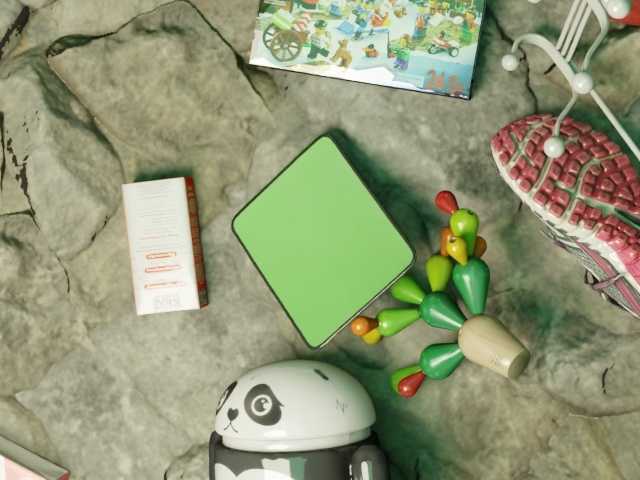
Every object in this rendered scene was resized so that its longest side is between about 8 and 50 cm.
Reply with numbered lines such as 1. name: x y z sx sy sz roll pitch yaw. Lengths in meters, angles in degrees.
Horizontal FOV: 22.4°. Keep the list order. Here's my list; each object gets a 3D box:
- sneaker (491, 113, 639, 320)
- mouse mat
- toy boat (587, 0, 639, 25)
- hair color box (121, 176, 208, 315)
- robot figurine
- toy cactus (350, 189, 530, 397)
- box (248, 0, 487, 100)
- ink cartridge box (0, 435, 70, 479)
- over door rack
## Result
1. sneaker: 0.282 -0.005 1.622 0.121 0.112 0.299 -36 73 -27
2. mouse mat: 0.000 0.000 1.666 0.152 0.007 0.189 -42 59 15
3. toy boat: 0.334 -0.322 1.572 0.151 0.151 0.231 32 97 6
4. hair color box: -0.165 0.005 1.718 0.072 0.043 0.141 -6 91 9
5. robot figurine: -0.023 0.260 1.643 0.209 0.173 0.278 -3 93 6
6. toy cactus: 0.131 0.076 1.626 0.180 0.112 0.219 35 105 37
7. box: 0.053 -0.241 1.672 0.233 0.044 0.159 9 94 8
8. ink cartridge box: -0.369 0.318 1.751 0.115 0.067 0.198 26 97 6
9. over door rack: 0.304 -0.137 1.496 0.108 0.239 0.324 -34 70 -24
